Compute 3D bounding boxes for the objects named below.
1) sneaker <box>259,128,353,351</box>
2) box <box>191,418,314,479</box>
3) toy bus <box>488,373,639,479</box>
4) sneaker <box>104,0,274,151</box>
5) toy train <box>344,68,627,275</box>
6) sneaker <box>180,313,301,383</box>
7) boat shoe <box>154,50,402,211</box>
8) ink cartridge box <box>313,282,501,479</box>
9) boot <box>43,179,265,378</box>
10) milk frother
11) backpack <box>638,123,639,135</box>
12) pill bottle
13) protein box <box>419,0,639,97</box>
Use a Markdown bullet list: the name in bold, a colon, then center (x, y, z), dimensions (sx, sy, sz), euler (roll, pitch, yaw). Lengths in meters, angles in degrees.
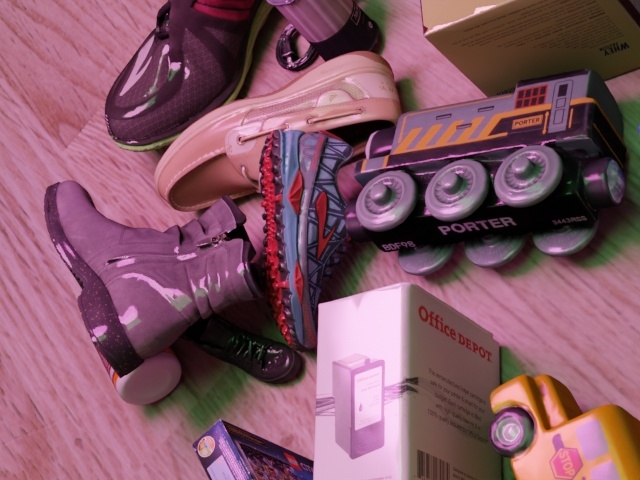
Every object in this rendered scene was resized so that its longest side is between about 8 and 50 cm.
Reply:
- **sneaker**: center (0.000, 0.000, 1.729), dimensions (0.104, 0.125, 0.261), euler (-165, 73, -76)
- **box**: center (-0.020, 0.285, 1.532), dimensions (0.044, 0.233, 0.159), euler (-43, 50, 11)
- **toy bus**: center (0.273, 0.276, 1.410), dimensions (0.130, 0.108, 0.332), euler (-31, 54, 20)
- **sneaker**: center (-0.151, -0.336, 1.943), dimensions (0.185, 0.202, 0.482), euler (33, 89, 41)
- **toy train**: center (0.182, -0.076, 1.636), dimensions (0.334, 0.142, 0.190), euler (-9, 52, 34)
- **sneaker**: center (-0.109, 0.123, 1.767), dimensions (0.170, 0.089, 0.051), euler (15, 76, 41)
- **boat shoe**: center (-0.058, -0.111, 1.823), dimensions (0.341, 0.122, 0.110), euler (-28, 54, 21)
- **ink cartridge box**: center (0.093, 0.207, 1.513), dimensions (0.115, 0.198, 0.272), euler (-14, 61, 31)
- **boot**: center (-0.198, 0.006, 1.809), dimensions (0.223, 0.118, 0.338), euler (-30, 48, -2)
- **milk frother**: center (-0.024, -0.282, 1.869), dimensions (0.143, 0.135, 0.129), euler (-33, 39, 17)
- **backpack**: center (0.389, -0.102, 1.500), dimensions (0.098, 0.120, 0.101), euler (-44, 50, 9)
- **pill bottle**: center (-0.240, 0.126, 1.862), dimensions (0.086, 0.086, 0.152), euler (-43, 51, 11)
- **protein box**: center (0.240, -0.267, 1.631), dimensions (0.200, 0.201, 0.136), euler (-19, 59, 28)
